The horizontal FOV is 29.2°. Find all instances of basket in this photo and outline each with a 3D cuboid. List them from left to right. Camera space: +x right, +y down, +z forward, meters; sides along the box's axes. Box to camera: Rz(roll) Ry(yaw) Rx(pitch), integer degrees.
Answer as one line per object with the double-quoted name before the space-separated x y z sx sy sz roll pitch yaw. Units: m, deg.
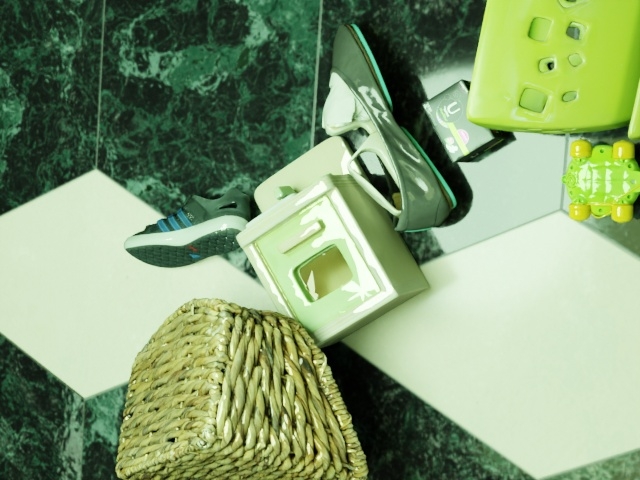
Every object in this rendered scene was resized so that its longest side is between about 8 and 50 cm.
"basket" -0.094 0.200 1.535 0.299 0.223 0.213 -32 47 56

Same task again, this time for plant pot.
"plant pot" 0.297 -0.218 1.345 0.207 0.228 0.227 12 98 15

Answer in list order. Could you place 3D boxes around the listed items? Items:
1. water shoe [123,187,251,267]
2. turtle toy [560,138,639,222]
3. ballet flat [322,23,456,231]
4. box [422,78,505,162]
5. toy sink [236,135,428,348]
"water shoe" -0.174 -0.017 1.657 0.203 0.073 0.080 -10 55 31
"turtle toy" 0.342 -0.069 1.413 0.130 0.066 0.095 3 96 23
"ballet flat" 0.064 -0.134 1.509 0.096 0.095 0.280 -28 80 -8
"box" 0.174 -0.144 1.492 0.062 0.052 0.083 -32 79 23
"toy sink" 0.000 0.000 1.535 0.153 0.131 0.234 -32 80 22
